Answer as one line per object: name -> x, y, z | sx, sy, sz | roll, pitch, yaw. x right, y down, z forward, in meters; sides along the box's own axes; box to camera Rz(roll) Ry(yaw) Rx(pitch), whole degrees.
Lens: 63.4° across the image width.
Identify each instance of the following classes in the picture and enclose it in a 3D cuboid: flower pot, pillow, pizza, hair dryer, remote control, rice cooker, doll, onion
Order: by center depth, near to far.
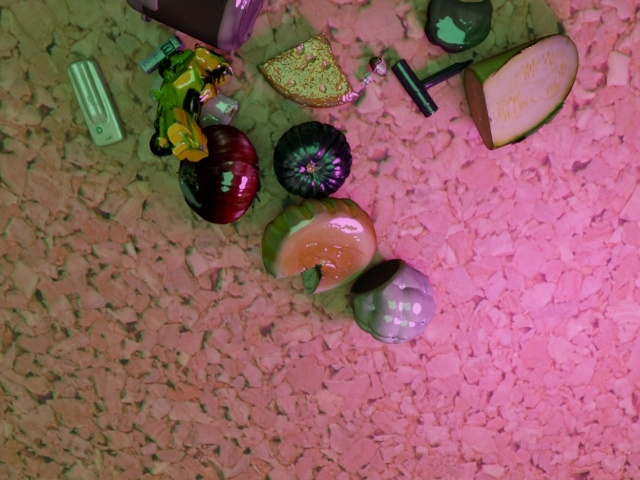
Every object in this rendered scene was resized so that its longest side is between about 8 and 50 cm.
rice cooker -> -0.287, -0.652, 1.213 | 0.326, 0.335, 0.335 | 24, 104, -8
onion -> -0.246, -0.173, 1.400 | 0.285, 0.273, 0.272 | 9, 109, -40
pizza -> -0.025, -0.465, 1.408 | 0.293, 0.058, 0.197 | 11, 104, -7
remote control -> -0.615, -0.374, 1.415 | 0.090, 0.049, 0.230 | -15, 107, 5
pillow -> -0.347, -0.386, 1.421 | 0.229, 0.051, 0.128 | 32, 110, -9
doll -> 0.141, -0.466, 1.425 | 0.085, 0.040, 0.058 | -32, 115, 6
hair dryer -> 0.318, -0.468, 1.429 | 0.195, 0.050, 0.173 | -39, 105, 4
flower pot -> 0.211, 0.180, 1.509 | 0.246, 0.246, 0.195 | -33, 103, 7

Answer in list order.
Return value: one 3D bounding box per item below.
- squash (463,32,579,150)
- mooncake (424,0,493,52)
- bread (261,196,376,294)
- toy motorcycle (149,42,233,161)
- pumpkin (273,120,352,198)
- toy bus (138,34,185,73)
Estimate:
squash -> 0.561, -0.407, 1.370 | 0.309, 0.210, 0.233 | -18, 120, 8
mooncake -> 0.360, -0.581, 1.366 | 0.175, 0.104, 0.168 | 41, 104, -10
bread -> 0.000, 0.000, 1.456 | 0.333, 0.160, 0.332 | -13, 131, -15
toy motorcycle -> -0.318, -0.352, 1.275 | 0.206, 0.342, 0.142 | -15, 151, 24
pumpkin -> -0.022, -0.218, 1.425 | 0.221, 0.161, 0.220 | 2, 116, 3
toy bus -> -0.425, -0.498, 1.386 | 0.131, 0.052, 0.037 | -34, 102, 7
